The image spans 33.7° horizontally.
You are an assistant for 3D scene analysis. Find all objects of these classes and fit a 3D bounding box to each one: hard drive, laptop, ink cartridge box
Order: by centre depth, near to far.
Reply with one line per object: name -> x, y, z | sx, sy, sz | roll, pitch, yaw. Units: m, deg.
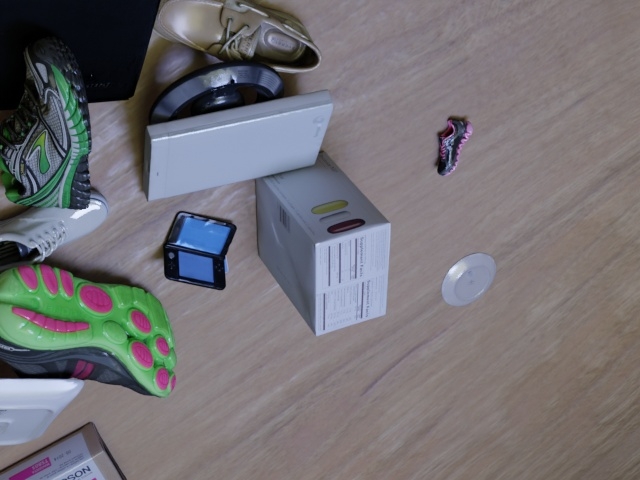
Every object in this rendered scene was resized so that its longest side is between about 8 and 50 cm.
laptop -> -0.440, -0.397, 1.508 | 0.381, 0.236, 0.408 | -9, 98, -26
hard drive -> -0.143, -0.157, 1.774 | 0.307, 0.040, 0.203 | -13, 157, -17
ink cartridge box -> -0.505, 0.495, 2.066 | 0.234, 0.088, 0.193 | -28, 133, -10

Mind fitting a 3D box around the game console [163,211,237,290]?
game console -> -0.215, 0.021, 1.903 | 0.122, 0.107, 0.071 | 14, 142, -29

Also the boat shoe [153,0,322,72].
boat shoe -> -0.132, -0.332, 1.683 | 0.302, 0.098, 0.109 | 10, 116, -36

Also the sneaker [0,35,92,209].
sneaker -> -0.418, -0.157, 1.574 | 0.146, 0.134, 0.344 | -6, 143, -18

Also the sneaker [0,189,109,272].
sneaker -> -0.463, -0.002, 1.728 | 0.258, 0.091, 0.094 | -23, 131, -15

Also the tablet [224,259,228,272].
tablet -> -0.202, 0.035, 1.970 | 0.054, 0.006, 0.083 | -19, 130, -17

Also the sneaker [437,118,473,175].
sneaker -> 0.249, -0.184, 2.061 | 0.057, 0.047, 0.119 | 14, 107, -30

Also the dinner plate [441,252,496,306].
dinner plate -> 0.330, 0.090, 2.323 | 0.141, 0.017, 0.141 | -15, 127, -21

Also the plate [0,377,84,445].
plate -> -0.576, 0.304, 1.817 | 0.277, 0.045, 0.278 | 5, 150, -30

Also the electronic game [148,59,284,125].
electronic game -> -0.169, -0.219, 1.726 | 0.229, 0.048, 0.229 | -17, 158, -7

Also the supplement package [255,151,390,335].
supplement package -> 0.000, 0.000, 1.890 | 0.145, 0.262, 0.204 | -16, 129, -21

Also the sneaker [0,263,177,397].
sneaker -> -0.426, 0.164, 1.847 | 0.202, 0.185, 0.482 | -15, 150, 28
